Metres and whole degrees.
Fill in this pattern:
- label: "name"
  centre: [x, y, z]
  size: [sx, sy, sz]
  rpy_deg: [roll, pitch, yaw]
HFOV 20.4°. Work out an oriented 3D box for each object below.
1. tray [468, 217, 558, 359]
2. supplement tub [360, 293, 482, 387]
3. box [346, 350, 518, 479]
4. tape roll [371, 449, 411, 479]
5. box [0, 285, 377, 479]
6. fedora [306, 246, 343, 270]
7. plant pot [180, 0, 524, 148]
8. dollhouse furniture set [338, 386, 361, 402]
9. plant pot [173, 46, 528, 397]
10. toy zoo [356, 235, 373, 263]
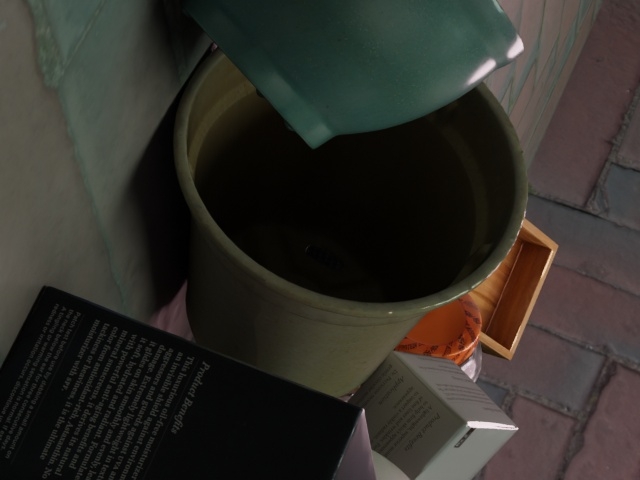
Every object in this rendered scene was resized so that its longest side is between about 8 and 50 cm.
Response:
- label: "tray"
  centre: [0.198, 0.015, 2.675]
  size: [0.411, 0.076, 0.203]
  rpy_deg: [34, 76, -48]
- label: "supplement tub"
  centre: [0.109, 0.213, 2.555]
  size: [0.207, 0.207, 0.338]
  rpy_deg: [-57, 168, -45]
- label: "box"
  centre: [0.092, 0.226, 1.930]
  size: [0.181, 0.119, 0.182]
  rpy_deg: [-49, 157, 11]
- label: "tape roll"
  centre: [-0.064, 0.359, 1.827]
  size: [0.072, 0.392, 0.392]
  rpy_deg: [-96, -163, -58]
- label: "box"
  centre: [-0.116, 0.209, 1.547]
  size: [0.296, 0.294, 0.183]
  rpy_deg: [80, 33, -68]
- label: "fedora"
  centre: [0.031, -0.028, 2.128]
  size: [0.334, 0.152, 0.334]
  rpy_deg: [21, 90, -78]
- label: "plant pot"
  centre: [0.006, -0.204, 1.527]
  size: [0.196, 0.293, 0.293]
  rpy_deg: [-43, 167, 2]
- label: "dollhouse furniture set"
  centre: [-0.034, 0.375, 2.100]
  size: [0.394, 0.256, 0.362]
  rpy_deg: [-63, 156, 6]
- label: "plant pot"
  centre: [0.000, 0.000, 1.748]
  size: [0.334, 0.334, 0.305]
  rpy_deg: [-61, 176, -34]
- label: "toy zoo"
  centre: [0.077, 0.057, 2.066]
  size: [0.192, 0.030, 0.293]
  rpy_deg: [-45, 159, -43]
